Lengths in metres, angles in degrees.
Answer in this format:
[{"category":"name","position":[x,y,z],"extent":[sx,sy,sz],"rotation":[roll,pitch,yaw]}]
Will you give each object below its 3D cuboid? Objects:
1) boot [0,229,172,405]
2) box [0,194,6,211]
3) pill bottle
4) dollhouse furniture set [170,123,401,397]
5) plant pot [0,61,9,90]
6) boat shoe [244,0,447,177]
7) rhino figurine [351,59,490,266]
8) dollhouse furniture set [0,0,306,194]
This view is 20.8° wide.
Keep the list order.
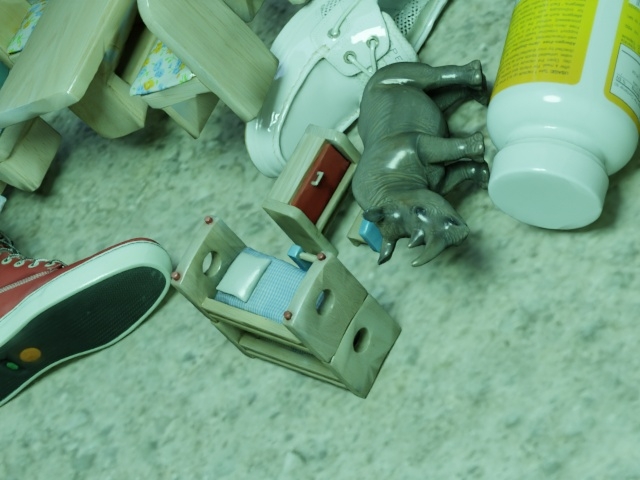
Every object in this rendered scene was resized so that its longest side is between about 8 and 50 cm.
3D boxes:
[{"category":"boot","position":[-0.247,0.025,1.532],"extent":[0.244,0.088,0.176],"rotation":[-29,48,16]},{"category":"box","position":[-0.413,-0.002,1.543],"extent":[0.247,0.142,0.163],"rotation":[1,62,53]},{"category":"pill bottle","position":[0.193,-0.119,1.343],"extent":[0.117,0.117,0.208],"rotation":[0,60,31]},{"category":"dollhouse furniture set","position":[0.000,0.000,1.370],"extent":[0.129,0.129,0.184],"rotation":[17,70,37]},{"category":"plant pot","position":[-0.495,-0.193,1.721],"extent":[0.293,0.235,0.293],"rotation":[-15,54,22]},{"category":"boat shoe","position":[0.039,-0.166,1.478],"extent":[0.096,0.098,0.277],"rotation":[20,71,39]},{"category":"rhino figurine","position":[0.077,-0.059,1.361],"extent":[0.106,0.073,0.243],"rotation":[-5,41,10]},{"category":"dollhouse furniture set","position":[-0.203,-0.283,1.537],"extent":[0.362,0.256,0.394],"rotation":[-13,45,43]}]
